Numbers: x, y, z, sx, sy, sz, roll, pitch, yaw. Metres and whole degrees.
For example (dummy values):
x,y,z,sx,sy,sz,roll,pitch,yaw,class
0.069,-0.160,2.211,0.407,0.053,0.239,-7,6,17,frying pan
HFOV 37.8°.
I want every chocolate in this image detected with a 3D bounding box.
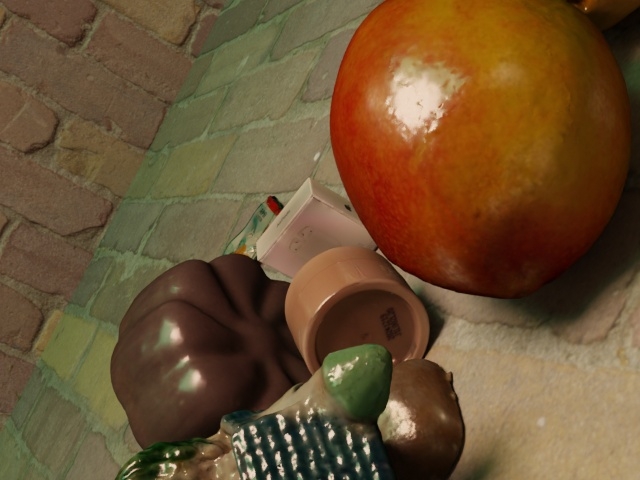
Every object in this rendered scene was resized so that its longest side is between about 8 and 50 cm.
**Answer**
x,y,z,sx,sy,sz,roll,pitch,yaw,class
0.038,0.237,1.004,0.261,0.083,0.161,-51,26,20,chocolate

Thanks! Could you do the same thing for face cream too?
x,y,z,sx,sy,sz,roll,pitch,yaw,class
0.040,0.092,1.084,0.149,0.149,0.104,-56,24,10,face cream

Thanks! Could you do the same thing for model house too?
x,y,z,sx,sy,sz,roll,pitch,yaw,class
0.001,0.258,0.800,0.284,0.243,0.298,-42,55,31,model house

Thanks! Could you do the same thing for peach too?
x,y,z,sx,sy,sz,roll,pitch,yaw,class
0.155,-0.098,0.917,0.308,0.308,0.332,-40,47,40,peach

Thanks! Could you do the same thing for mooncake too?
x,y,z,sx,sy,sz,roll,pitch,yaw,class
-0.106,0.156,1.157,0.154,0.306,0.306,-48,25,30,mooncake

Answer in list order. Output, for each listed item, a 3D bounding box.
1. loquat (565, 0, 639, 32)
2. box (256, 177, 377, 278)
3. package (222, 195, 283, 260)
x,y,z,sx,sy,sz,roll,pitch,yaw,class
0.286,-0.333,1.019,0.238,0.193,0.238,-55,7,11,loquat
0.000,0.000,1.305,0.130,0.129,0.051,-50,24,23,box
-0.143,0.024,1.699,0.232,0.040,0.166,-56,22,7,package
